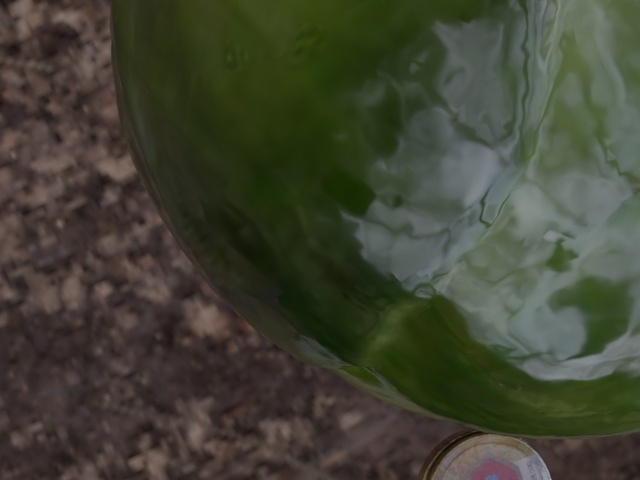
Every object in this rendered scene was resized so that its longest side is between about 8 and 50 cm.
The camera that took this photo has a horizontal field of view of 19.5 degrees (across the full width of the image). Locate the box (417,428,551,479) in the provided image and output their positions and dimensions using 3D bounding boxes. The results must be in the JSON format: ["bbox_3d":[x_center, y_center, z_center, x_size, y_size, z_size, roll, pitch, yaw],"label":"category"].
[{"bbox_3d":[0.127,0.197,1.440,0.105,0.037,0.105,-1,92,-12],"label":"box"}]

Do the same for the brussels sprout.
[{"bbox_3d":[0.059,-0.094,0.706,0.281,0.289,0.354,-26,93,-15],"label":"brussels sprout"}]
